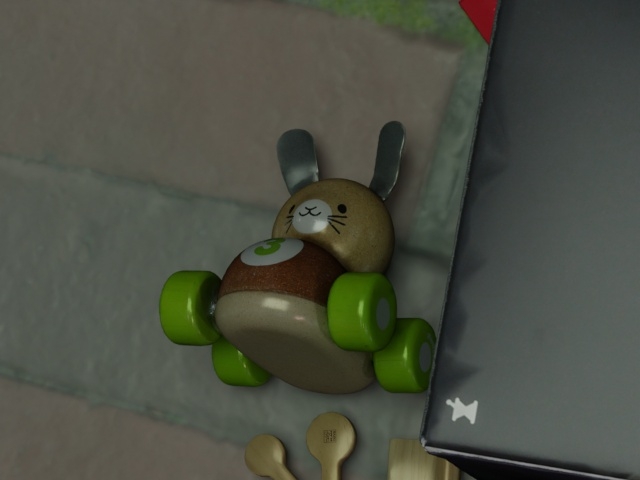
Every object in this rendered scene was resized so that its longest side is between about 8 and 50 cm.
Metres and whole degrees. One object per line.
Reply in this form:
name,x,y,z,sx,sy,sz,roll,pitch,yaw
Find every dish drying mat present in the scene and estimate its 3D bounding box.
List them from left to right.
dish drying mat,0.134,-0.150,1.282,0.032,0.008,0.083,-35,70,6

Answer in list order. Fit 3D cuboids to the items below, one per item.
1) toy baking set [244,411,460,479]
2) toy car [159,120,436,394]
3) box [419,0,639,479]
toy baking set,0.006,0.237,1.213,0.197,0.030,0.256,26,84,23
toy car,0.000,0.000,1.222,0.155,0.149,0.188,0,65,27
box,0.195,0.016,1.069,0.183,0.294,0.296,7,79,18
